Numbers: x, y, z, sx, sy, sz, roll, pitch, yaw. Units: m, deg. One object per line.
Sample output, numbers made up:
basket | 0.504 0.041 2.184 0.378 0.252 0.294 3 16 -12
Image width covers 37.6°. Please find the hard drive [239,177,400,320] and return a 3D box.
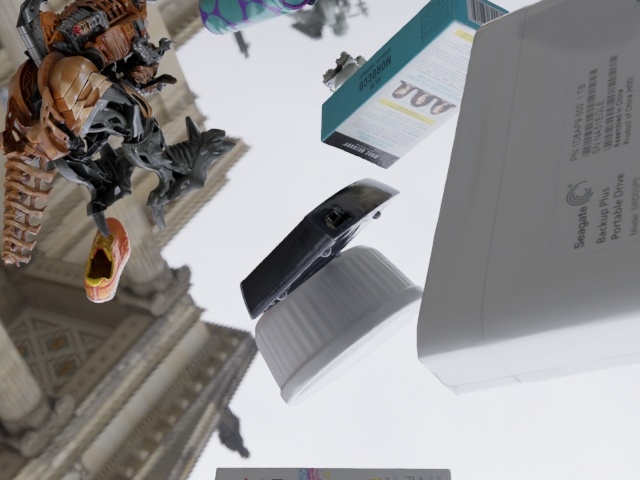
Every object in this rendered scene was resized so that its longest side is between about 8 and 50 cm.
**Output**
hard drive | 0.000 0.000 1.188 0.172 0.054 0.255 -45 175 26

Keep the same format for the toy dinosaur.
toy dinosaur | -0.223 -0.120 0.884 0.164 0.218 0.322 18 -114 42

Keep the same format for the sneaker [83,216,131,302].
sneaker | -0.341 0.020 1.513 0.064 0.067 0.175 1 -136 -6

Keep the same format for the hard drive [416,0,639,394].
hard drive | 0.212 -0.071 0.377 0.353 0.047 0.233 -18 -140 37

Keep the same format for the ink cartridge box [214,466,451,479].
ink cartridge box | -0.025 0.373 1.067 0.353 0.119 0.207 -2 -138 8

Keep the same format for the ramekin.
ramekin | 0.022 0.120 1.416 0.273 0.273 0.127 -34 -102 -19

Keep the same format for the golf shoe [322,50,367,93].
golf shoe | 0.058 -0.219 1.351 0.069 0.086 0.176 -52 176 16

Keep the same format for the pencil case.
pencil case | -0.074 -0.277 1.059 0.152 0.064 0.070 -2 -140 48

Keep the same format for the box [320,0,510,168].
box | 0.107 -0.176 1.053 0.244 0.100 0.060 -37 -138 46
